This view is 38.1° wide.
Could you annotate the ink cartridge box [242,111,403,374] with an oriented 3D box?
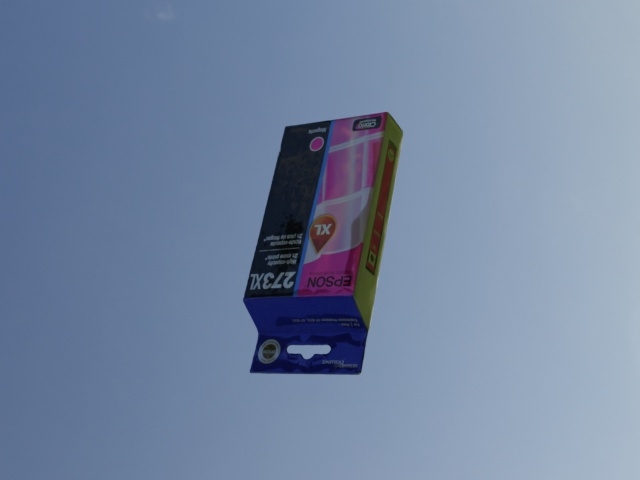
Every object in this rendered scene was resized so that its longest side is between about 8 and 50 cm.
[{"bbox_3d":[0.000,0.000,1.274,0.069,0.175,0.371,41,-128,-50],"label":"ink cartridge box"}]
